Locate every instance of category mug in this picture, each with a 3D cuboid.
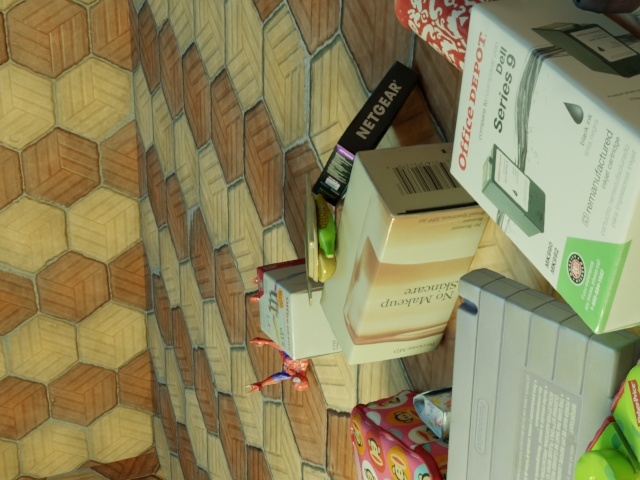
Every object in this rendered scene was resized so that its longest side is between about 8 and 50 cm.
[{"bbox_3d":[0.186,-0.243,1.123,0.113,0.150,0.169,-49,47,15],"label":"mug"}]

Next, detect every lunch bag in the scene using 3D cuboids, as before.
[{"bbox_3d":[0.150,0.378,1.426,0.293,0.120,0.258,-154,54,-67],"label":"lunch bag"},{"bbox_3d":[0.176,0.228,1.346,0.083,0.071,0.053,-141,48,-62],"label":"lunch bag"}]

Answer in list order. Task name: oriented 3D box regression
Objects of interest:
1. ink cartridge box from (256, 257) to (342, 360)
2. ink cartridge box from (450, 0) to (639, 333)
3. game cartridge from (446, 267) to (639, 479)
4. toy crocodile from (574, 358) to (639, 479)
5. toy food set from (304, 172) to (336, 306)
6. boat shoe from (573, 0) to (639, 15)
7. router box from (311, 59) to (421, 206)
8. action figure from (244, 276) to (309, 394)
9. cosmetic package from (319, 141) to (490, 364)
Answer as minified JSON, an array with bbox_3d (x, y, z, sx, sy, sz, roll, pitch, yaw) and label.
[{"bbox_3d":[-0.023,0.118,1.736,0.176,0.128,0.128,-150,54,-63],"label":"ink cartridge box"},{"bbox_3d":[0.251,-0.085,0.943,0.289,0.122,0.211,-124,29,-47],"label":"ink cartridge box"},{"bbox_3d":[0.246,0.230,1.114,0.230,0.068,0.354,24,122,43],"label":"game cartridge"},{"bbox_3d":[0.314,0.171,0.911,0.105,0.115,0.340,-111,26,-43],"label":"toy crocodile"},{"bbox_3d":[0.000,0.000,1.361,0.192,0.039,0.132,93,174,-61],"label":"toy food set"},{"bbox_3d":[0.260,-0.342,0.863,0.103,0.092,0.285,-157,60,-66],"label":"boat shoe"},{"bbox_3d":[0.063,-0.148,1.362,0.046,0.179,0.133,33,150,1],"label":"router box"},{"bbox_3d":[-0.113,0.205,2.005,0.091,0.139,0.280,100,150,-43],"label":"action figure"},{"bbox_3d":[0.108,0.023,1.327,0.296,0.153,0.129,101,152,-45],"label":"cosmetic package"}]
